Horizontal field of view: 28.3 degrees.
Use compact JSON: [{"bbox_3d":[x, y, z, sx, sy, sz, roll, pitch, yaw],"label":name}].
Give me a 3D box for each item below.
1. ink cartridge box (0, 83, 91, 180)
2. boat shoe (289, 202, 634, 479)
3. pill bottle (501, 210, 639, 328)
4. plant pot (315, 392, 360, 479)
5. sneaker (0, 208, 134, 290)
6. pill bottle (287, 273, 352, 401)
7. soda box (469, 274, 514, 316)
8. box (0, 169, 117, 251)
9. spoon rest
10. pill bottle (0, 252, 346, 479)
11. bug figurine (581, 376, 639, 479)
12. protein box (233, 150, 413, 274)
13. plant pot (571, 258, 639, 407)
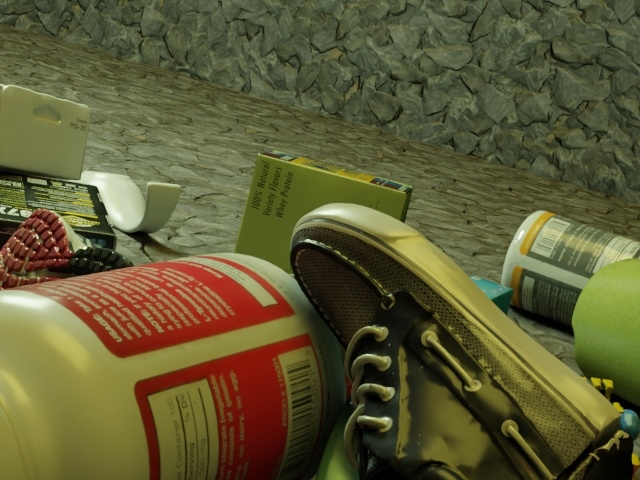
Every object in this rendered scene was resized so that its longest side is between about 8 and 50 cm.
[{"bbox_3d":[-0.518,-0.167,1.889,0.283,0.117,0.207,7,-1,29],"label":"ink cartridge box"},{"bbox_3d":[0.060,0.105,0.962,0.158,0.127,0.340,-32,54,-32],"label":"boat shoe"},{"bbox_3d":[0.432,0.068,1.947,0.278,0.162,0.162,21,16,27],"label":"pill bottle"},{"bbox_3d":[0.081,0.215,1.066,0.165,0.165,0.234,19,27,20],"label":"plant pot"},{"bbox_3d":[-0.281,0.057,1.472,0.299,0.121,0.112,27,-10,45],"label":"sneaker"},{"bbox_3d":[-0.008,0.114,1.358,0.161,0.161,0.283,25,19,39],"label":"pill bottle"},{"bbox_3d":[0.198,0.105,1.765,0.067,0.071,0.210,19,15,25],"label":"soda box"},{"bbox_3d":[-0.447,-0.033,1.694,0.322,0.079,0.257,8,16,-18],"label":"box"},{"bbox_3d":[-0.309,-0.059,1.962,0.137,0.084,0.276,5,3,-34],"label":"spoon rest"},{"bbox_3d":[-0.172,0.140,0.967,0.229,0.229,0.408,21,16,28],"label":"pill bottle"},{"bbox_3d":[0.264,0.227,1.353,0.216,0.072,0.279,8,18,4],"label":"bug figurine"},{"bbox_3d":[0.000,0.000,1.706,0.201,0.199,0.136,15,8,6],"label":"protein box"},{"bbox_3d":[0.469,0.128,1.614,0.276,0.276,0.254,4,6,-32],"label":"plant pot"}]
